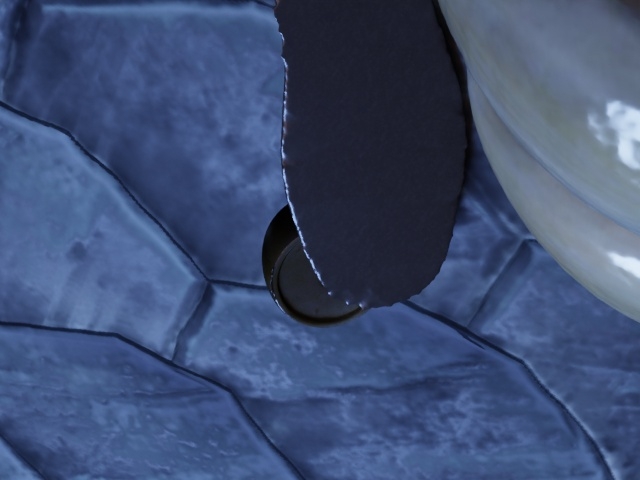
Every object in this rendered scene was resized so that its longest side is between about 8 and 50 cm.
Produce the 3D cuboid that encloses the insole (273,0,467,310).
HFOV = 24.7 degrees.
[{"bbox_3d":[0.022,-0.098,0.812,0.111,0.007,0.328,-16,122,-7],"label":"insole"}]

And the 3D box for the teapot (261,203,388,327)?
[{"bbox_3d":[0.000,0.000,0.907,0.076,0.068,0.121,1,118,-14],"label":"teapot"}]

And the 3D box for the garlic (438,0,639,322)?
[{"bbox_3d":[0.190,-0.076,0.690,0.313,0.286,0.249,12,88,5],"label":"garlic"}]
